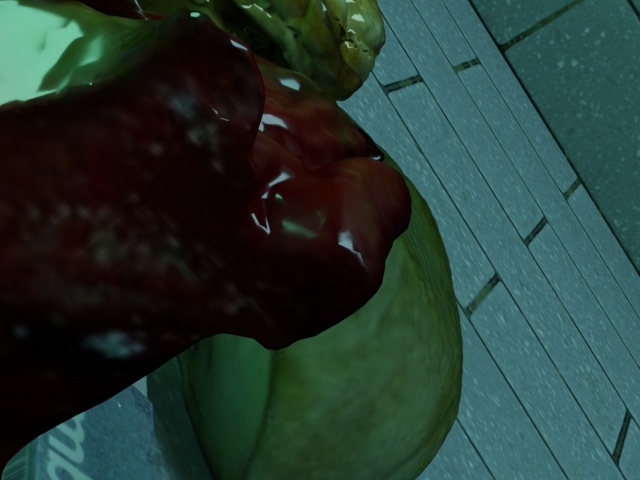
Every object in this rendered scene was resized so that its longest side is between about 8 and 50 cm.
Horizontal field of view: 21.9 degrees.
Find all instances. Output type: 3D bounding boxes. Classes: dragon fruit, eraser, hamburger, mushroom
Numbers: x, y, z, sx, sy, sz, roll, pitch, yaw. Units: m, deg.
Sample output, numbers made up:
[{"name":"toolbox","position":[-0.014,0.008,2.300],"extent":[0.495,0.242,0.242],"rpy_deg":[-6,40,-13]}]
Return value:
[{"name":"dragon fruit","position":[-0.152,-0.044,0.469],"extent":[0.228,0.329,0.286],"rpy_deg":[50,32,-25]},{"name":"eraser","position":[-0.122,0.119,0.788],"extent":[0.092,0.046,0.212],"rpy_deg":[45,22,-35]},{"name":"hamburger","position":[-0.089,-0.224,1.241],"extent":[0.304,0.174,0.284],"rpy_deg":[49,18,-26]},{"name":"mushroom","position":[0.009,0.003,1.037],"extent":[0.217,0.212,0.292],"rpy_deg":[-5,47,-31]}]
